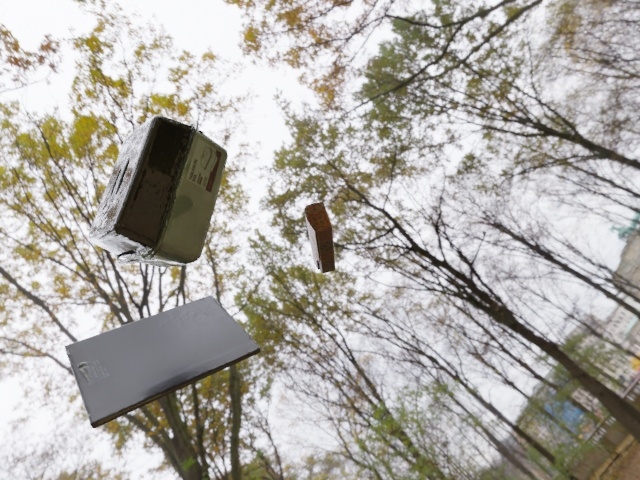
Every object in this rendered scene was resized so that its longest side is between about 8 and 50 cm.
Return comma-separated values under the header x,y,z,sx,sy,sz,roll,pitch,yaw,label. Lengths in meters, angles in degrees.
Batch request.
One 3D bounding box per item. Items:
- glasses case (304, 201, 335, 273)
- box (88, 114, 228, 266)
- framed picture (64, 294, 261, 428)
x,y,z,sx,sy,sz,roll,pitch,yaw,label
0.000,0.000,1.013,0.049,0.075,0.218,-15,-29,-4,glasses case
-0.321,-0.089,0.838,0.166,0.221,0.290,26,-115,-39,box
-0.337,0.232,0.901,0.339,0.255,0.014,-18,-57,-34,framed picture
